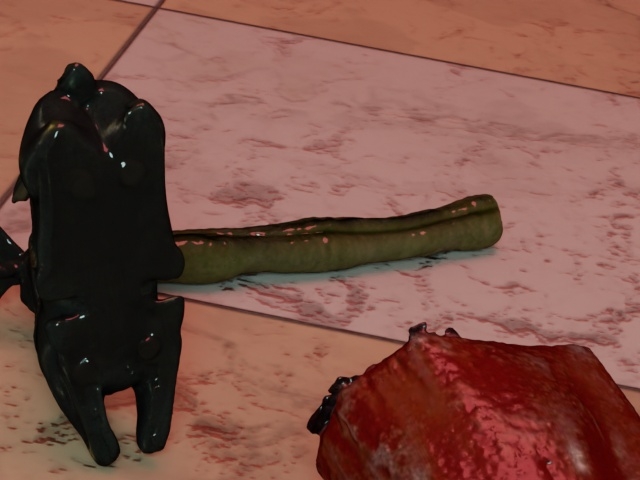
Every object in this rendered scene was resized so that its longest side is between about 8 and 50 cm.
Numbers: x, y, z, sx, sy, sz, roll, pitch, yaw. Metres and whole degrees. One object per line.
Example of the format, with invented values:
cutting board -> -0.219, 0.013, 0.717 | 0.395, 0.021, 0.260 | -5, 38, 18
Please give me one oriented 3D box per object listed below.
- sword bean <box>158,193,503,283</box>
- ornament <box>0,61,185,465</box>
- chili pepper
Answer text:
sword bean -> 0.001, 0.000, 1.171 | 0.269, 0.038, 0.043 | -6, 54, -29
ornament -> -0.144, -0.022, 0.984 | 0.080, 0.202, 0.236 | -12, 28, -19
chili pepper -> 0.112, 0.147, 0.837 | 0.144, 0.136, 0.252 | 47, 5, -46
